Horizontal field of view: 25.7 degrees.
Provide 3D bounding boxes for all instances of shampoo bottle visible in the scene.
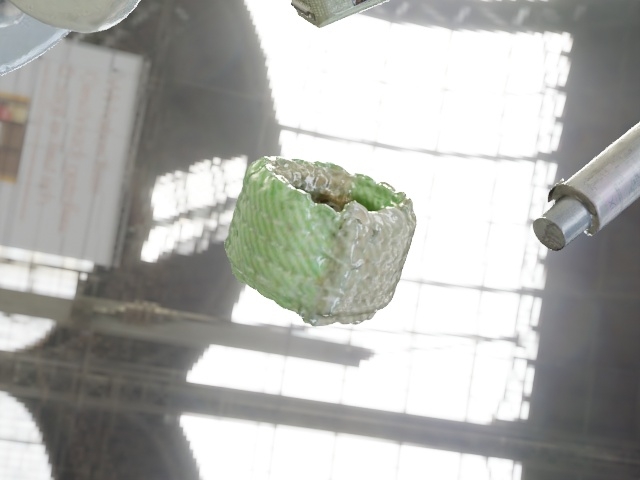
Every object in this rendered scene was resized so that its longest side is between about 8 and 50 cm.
[{"bbox_3d":[0.318,-0.063,1.545,0.072,0.214,0.072,37,-32,28],"label":"shampoo bottle"}]

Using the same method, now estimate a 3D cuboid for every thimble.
[{"bbox_3d":[0.000,0.000,1.612,0.219,0.219,0.150,-131,-126,-63],"label":"thimble"}]

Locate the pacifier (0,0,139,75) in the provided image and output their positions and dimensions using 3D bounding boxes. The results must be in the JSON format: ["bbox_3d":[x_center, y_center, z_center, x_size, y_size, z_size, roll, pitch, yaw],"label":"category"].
[{"bbox_3d":[-0.143,-0.186,0.705,0.207,0.227,0.278,42,-50,40],"label":"pacifier"}]

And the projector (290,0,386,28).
[{"bbox_3d":[0.056,-0.422,1.931,0.163,0.243,0.177,-127,-164,-64],"label":"projector"}]
